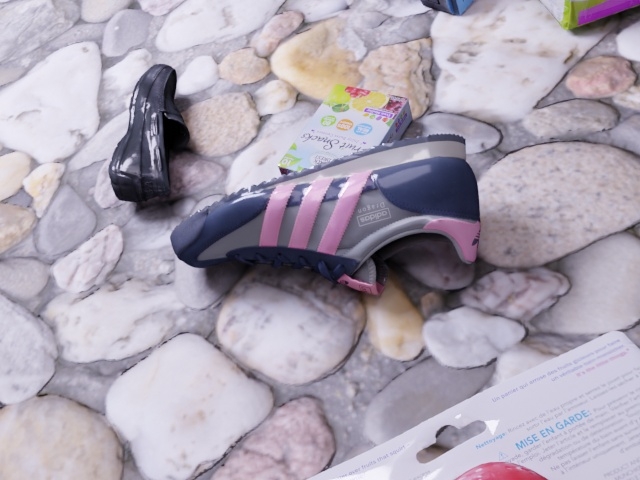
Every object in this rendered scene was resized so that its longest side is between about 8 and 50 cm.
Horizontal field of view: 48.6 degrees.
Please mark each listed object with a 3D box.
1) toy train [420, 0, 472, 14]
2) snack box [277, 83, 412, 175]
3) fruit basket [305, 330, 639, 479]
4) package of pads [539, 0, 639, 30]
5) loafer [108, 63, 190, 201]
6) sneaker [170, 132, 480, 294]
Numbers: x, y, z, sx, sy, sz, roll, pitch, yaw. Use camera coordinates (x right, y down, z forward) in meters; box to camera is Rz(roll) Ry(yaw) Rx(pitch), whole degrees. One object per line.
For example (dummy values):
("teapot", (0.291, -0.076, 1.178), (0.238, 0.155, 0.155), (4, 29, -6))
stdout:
("toy train", (0.145, -0.377, 0.959), (0.184, 0.080, 0.105), (32, 73, 34))
("snack box", (0.030, -0.113, 0.811), (0.100, 0.037, 0.141), (18, 61, 29))
("fruit basket", (0.157, 0.247, 0.446), (0.327, 0.165, 0.353), (-25, 35, -4))
("package of pads", (0.347, -0.408, 0.906), (0.229, 0.101, 0.297), (-19, 50, 1))
("loafer", (-0.200, -0.136, 0.881), (0.078, 0.076, 0.223), (2, 51, 1))
("sneaker", (0.000, 0.000, 0.695), (0.319, 0.112, 0.131), (-17, 80, 18))
